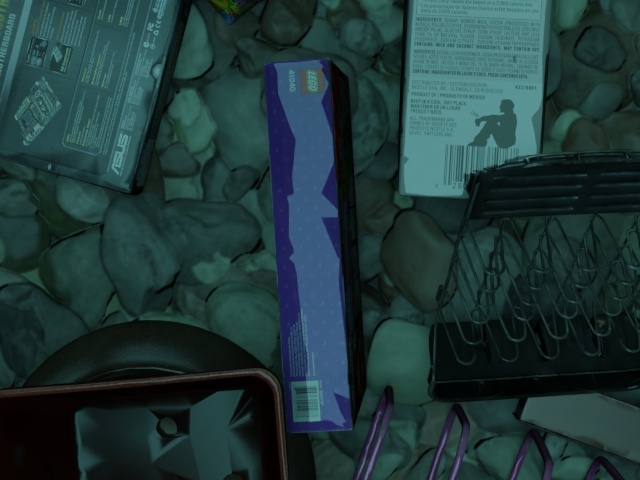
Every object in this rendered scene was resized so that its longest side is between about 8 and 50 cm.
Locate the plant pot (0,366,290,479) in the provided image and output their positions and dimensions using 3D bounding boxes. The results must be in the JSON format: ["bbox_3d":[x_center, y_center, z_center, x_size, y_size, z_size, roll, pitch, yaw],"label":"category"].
[{"bbox_3d":[-0.141,0.231,1.037,0.267,0.236,0.267,-5,91,4],"label":"plant pot"}]

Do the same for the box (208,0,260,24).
[{"bbox_3d":[-0.085,-0.376,1.007,0.177,0.279,0.290,-42,90,-19],"label":"box"}]

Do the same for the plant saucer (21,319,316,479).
[{"bbox_3d":[-0.160,0.230,1.180,0.311,0.050,0.310,0,92,4],"label":"plant saucer"}]

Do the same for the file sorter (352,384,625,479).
[{"bbox_3d":[0.158,0.255,1.084,0.291,0.202,0.182,19,91,3],"label":"file sorter"}]

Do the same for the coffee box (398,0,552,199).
[{"bbox_3d":[0.129,-0.183,1.078,0.119,0.168,0.297,3,92,3],"label":"coffee box"}]

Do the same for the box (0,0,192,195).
[{"bbox_3d":[-0.225,-0.174,1.159,0.183,0.056,0.231,15,93,4],"label":"box"}]

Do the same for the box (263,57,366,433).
[{"bbox_3d":[0.000,0.000,1.080,0.057,0.201,0.293,-3,93,5],"label":"box"}]

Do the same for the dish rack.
[{"bbox_3d":[0.199,0.031,1.027,0.208,0.271,0.074,-4,54,-8],"label":"dish rack"}]

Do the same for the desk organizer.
[{"bbox_3d":[0.245,0.160,1.148,0.130,0.047,0.050,20,92,3],"label":"desk organizer"}]
